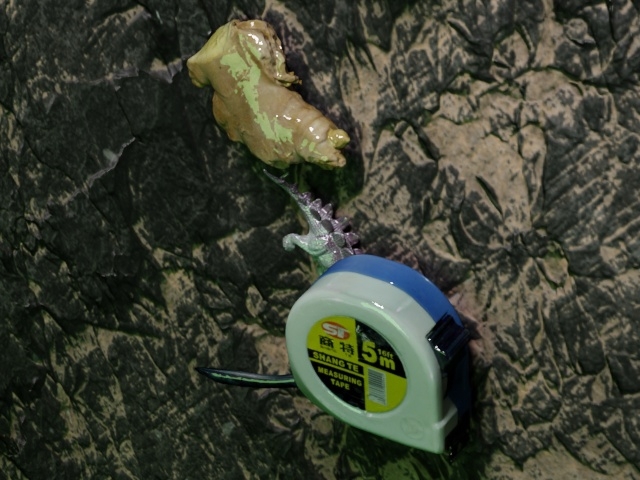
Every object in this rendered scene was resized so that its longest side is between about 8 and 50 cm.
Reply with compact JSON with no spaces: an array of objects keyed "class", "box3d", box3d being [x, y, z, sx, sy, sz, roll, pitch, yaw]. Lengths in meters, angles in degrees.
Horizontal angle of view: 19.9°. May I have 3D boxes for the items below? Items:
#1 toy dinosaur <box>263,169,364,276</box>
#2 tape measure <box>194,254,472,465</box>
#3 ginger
[{"class":"toy dinosaur","box3d":[0.001,-0.002,2.068,0.082,0.039,0.209,-22,108,39]},{"class":"tape measure","box3d":[0.007,0.109,2.056,0.351,0.098,0.215,15,129,27]},{"class":"ginger","box3d":[-0.058,-0.147,2.025,0.213,0.074,0.137,50,138,2]}]
